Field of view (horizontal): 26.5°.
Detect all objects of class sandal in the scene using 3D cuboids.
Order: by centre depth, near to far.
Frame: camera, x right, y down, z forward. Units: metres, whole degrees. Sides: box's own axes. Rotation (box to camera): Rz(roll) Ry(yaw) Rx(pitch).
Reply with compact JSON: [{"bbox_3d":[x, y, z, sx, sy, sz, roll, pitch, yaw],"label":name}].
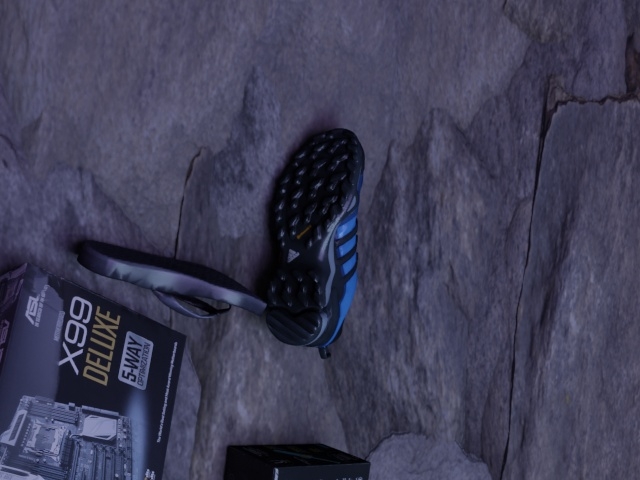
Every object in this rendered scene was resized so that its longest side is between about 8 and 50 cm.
[{"bbox_3d":[-0.190,0.057,1.713,0.254,0.097,0.055,16,100,-26],"label":"sandal"}]

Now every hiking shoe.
[{"bbox_3d":[0.000,0.000,1.844,0.132,0.113,0.304,34,69,-65],"label":"hiking shoe"}]

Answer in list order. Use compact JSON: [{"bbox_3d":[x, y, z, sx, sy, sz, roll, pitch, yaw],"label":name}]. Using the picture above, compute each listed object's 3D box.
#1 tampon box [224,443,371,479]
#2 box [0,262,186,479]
[{"bbox_3d":[-0.034,0.338,1.841,0.161,0.120,0.102,4,94,-36],"label":"tampon box"},{"bbox_3d":[-0.293,0.212,1.591,0.242,0.076,0.308,30,54,-35],"label":"box"}]
